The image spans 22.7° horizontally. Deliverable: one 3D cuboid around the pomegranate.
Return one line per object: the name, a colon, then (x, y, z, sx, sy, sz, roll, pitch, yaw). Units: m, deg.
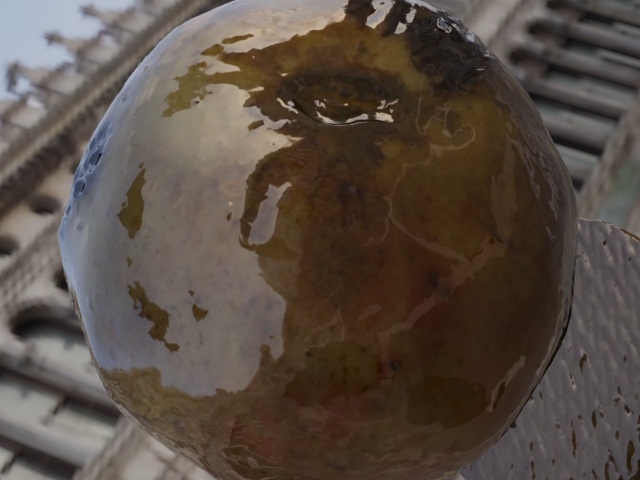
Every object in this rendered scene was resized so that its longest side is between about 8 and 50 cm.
pomegranate: (0.000, 0.000, 0.947, 0.322, 0.322, 0.322, 19, -90, -74)

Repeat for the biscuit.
biscuit: (0.204, 0.106, 1.354, 0.037, 0.262, 0.262, 23, -94, -45)
